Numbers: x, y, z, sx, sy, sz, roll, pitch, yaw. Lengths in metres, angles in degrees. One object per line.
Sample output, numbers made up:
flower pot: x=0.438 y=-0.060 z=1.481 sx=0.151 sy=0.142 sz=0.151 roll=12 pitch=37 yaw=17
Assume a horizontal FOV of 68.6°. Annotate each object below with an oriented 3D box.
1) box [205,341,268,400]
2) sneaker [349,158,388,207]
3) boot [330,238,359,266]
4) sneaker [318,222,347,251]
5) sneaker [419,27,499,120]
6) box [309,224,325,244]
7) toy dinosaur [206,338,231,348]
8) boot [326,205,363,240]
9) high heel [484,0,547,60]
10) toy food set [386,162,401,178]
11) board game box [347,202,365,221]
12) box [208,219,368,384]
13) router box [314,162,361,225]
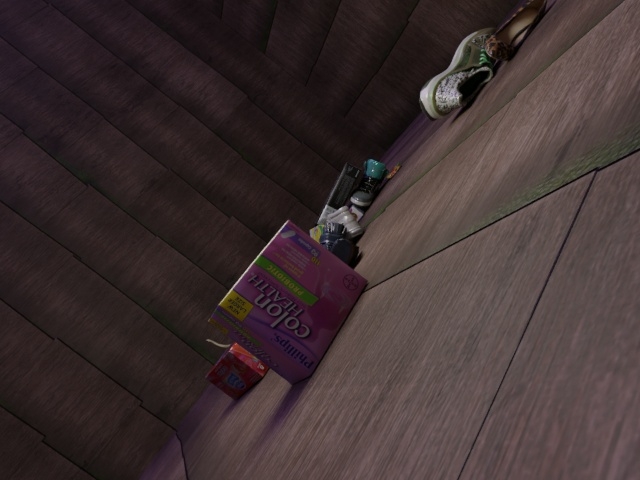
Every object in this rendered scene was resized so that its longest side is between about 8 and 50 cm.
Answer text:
box: x=-0.244 y=0.383 z=1.465 sx=0.257 sy=0.128 sz=0.122 roll=-48 pitch=4 yaw=46
sneaker: x=0.228 y=-0.274 z=2.140 sx=0.295 sy=0.124 sz=0.178 roll=-54 pitch=-17 yaw=-57
boot: x=0.043 y=0.097 z=1.334 sx=0.219 sy=0.082 sz=0.106 roll=-59 pitch=-23 yaw=12
sneaker: x=0.041 y=0.015 z=1.525 sx=0.226 sy=0.086 sz=0.163 roll=142 pitch=142 yaw=-80
sneaker: x=0.519 y=-0.554 z=1.559 sx=0.410 sy=0.158 sz=0.182 roll=-51 pitch=33 yaw=-13
box: x=0.000 y=0.000 z=1.720 sx=0.179 sy=0.043 sz=0.105 roll=162 pitch=103 yaw=-79
toy dinosaur: x=-0.245 y=0.355 z=1.614 sx=0.118 sy=0.268 sz=0.063 roll=-12 pitch=73 yaw=52
boot: x=0.064 y=-0.040 z=1.718 sx=0.095 sy=0.123 sz=0.258 roll=-21 pitch=-8 yaw=-29
high heel: x=0.595 y=-0.653 z=1.421 sx=0.261 sy=0.093 sz=0.186 roll=-42 pitch=-11 yaw=-44
toy food set: x=0.337 y=-0.316 z=2.127 sx=0.082 sy=0.020 sz=0.083 roll=-52 pitch=2 yaw=-14
board game box: x=0.098 y=-0.060 z=2.241 sx=0.318 sy=0.066 sz=0.318 roll=-51 pitch=3 yaw=20
box: x=-0.062 y=0.122 z=0.954 sx=0.243 sy=0.214 sz=0.117 roll=-53 pitch=2 yaw=-33
router box: x=0.075 y=-0.192 z=2.183 sx=0.308 sy=0.081 sz=0.243 roll=-64 pitch=3 yaw=-1
